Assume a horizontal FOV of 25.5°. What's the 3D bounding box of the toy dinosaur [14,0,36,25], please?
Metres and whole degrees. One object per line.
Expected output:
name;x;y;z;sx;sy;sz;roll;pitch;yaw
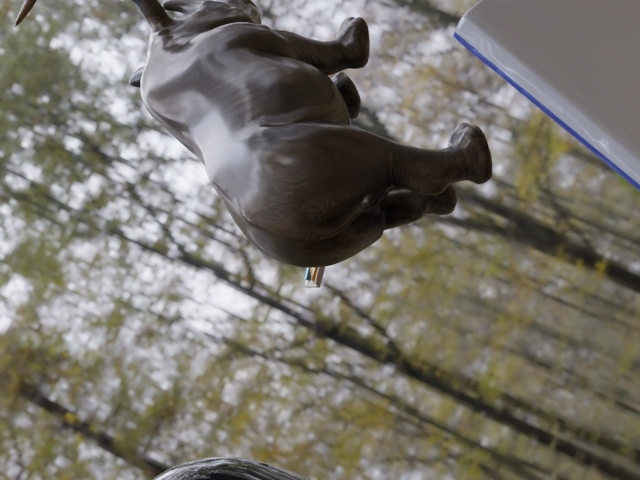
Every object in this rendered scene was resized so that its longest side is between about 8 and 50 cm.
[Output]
toy dinosaur;-0.119;-0.212;0.630;0.064;0.211;0.112;-4;-33;-28

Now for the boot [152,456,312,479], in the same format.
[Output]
boot;0.152;0.050;0.498;0.445;0.367;0.146;-61;-17;19

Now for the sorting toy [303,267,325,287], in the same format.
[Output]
sorting toy;0.000;0.000;1.233;0.062;0.012;0.083;165;119;-81

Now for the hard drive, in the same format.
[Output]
hard drive;0.310;-0.154;1.383;0.210;0.319;0.040;-41;-12;-38

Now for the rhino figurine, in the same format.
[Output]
rhino figurine;-0.027;-0.068;0.673;0.106;0.243;0.073;-18;-50;-22
